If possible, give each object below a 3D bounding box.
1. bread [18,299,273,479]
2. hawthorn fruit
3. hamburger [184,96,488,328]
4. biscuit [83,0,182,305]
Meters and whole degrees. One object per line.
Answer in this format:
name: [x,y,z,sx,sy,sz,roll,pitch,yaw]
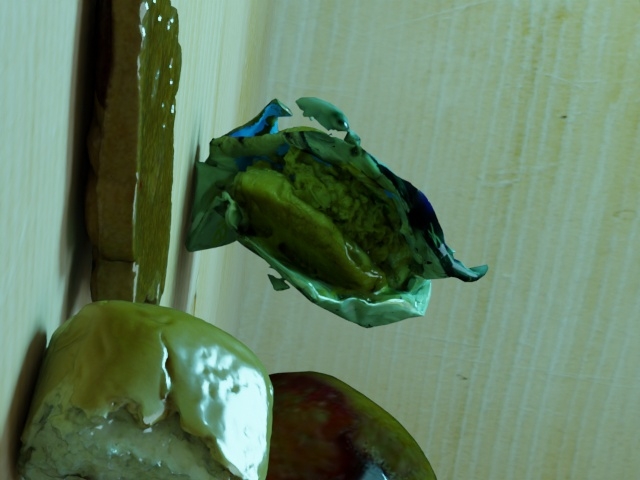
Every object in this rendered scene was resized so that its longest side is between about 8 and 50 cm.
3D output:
bread: [-0.076,0.084,0.872,0.082,0.125,0.106,-43,-151,47]
hawthorn fruit: [-0.018,0.275,1.756,0.325,0.308,0.308,-69,169,-54]
hamburger: [-0.005,-0.001,1.688,0.150,0.260,0.276,-51,-173,-19]
biscuit: [-0.099,-0.051,0.974,0.280,0.043,0.183,90,3,-55]
